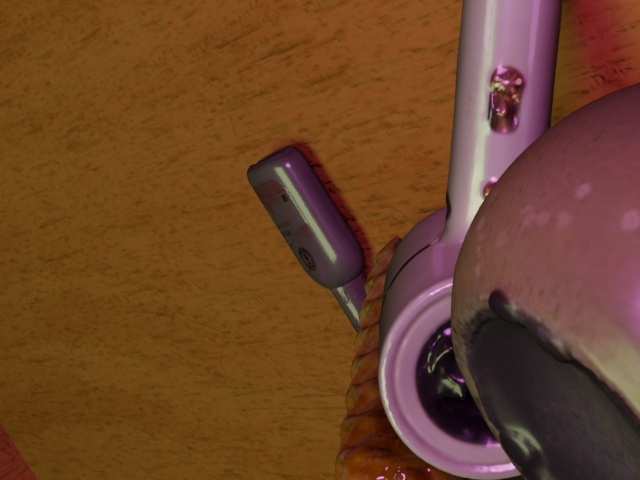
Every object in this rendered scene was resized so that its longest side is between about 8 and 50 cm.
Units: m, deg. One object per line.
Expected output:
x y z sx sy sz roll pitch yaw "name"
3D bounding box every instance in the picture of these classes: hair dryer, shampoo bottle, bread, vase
0.107 -0.059 1.185 0.203 0.128 0.362 -76 -10 -75 "hair dryer"
0.000 0.000 1.645 0.165 0.040 0.080 59 154 -7 "shampoo bottle"
0.063 0.097 1.379 0.084 0.077 0.367 38 -158 -11 "bread"
0.216 0.022 0.975 0.241 0.302 0.329 52 161 5 "vase"

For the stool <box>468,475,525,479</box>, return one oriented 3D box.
0.197 0.158 1.319 0.179 0.179 0.264 55 156 0 "stool"
